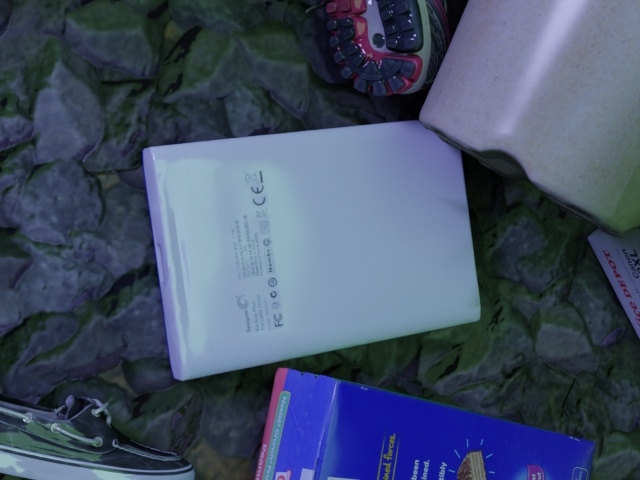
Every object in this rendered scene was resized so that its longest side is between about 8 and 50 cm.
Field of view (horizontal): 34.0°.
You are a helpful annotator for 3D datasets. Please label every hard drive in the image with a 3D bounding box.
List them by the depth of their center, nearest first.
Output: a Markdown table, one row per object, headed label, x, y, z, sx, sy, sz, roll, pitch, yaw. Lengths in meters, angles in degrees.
| label | x | y | z | sx | sy | sz | roll | pitch | yaw |
| --- | --- | --- | --- | --- | --- | --- | --- | --- | --- |
| hard drive | 0.000 | 0.000 | 1.005 | 0.318 | 0.040 | 0.210 | -9 | 93 | -25 |

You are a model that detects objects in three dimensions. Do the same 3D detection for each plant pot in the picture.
| label | x | y | z | sx | sy | sz | roll | pitch | yaw |
| --- | --- | --- | --- | --- | --- | --- | --- | --- | --- |
| plant pot | 0.258 | -0.183 | 0.943 | 0.334 | 0.334 | 0.305 | 27 | 97 | -23 |

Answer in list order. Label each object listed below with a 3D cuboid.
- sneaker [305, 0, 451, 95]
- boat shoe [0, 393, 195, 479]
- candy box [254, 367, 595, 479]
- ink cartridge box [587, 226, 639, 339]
| label | x | y | z | sx | sy | sz | roll | pitch | yaw |
| --- | --- | --- | --- | --- | --- | --- | --- | --- | --- |
| sneaker | 0.047 | -0.286 | 1.006 | 0.112 | 0.121 | 0.299 | -17 | 96 | -54 |
| boat shoe | -0.205 | 0.168 | 0.883 | 0.219 | 0.078 | 0.070 | 16 | 83 | -23 |
| candy box | 0.089 | 0.284 | 0.983 | 0.317 | 0.122 | 0.268 | 18 | 78 | -30 |
| ink cartridge box | 0.419 | 0.042 | 1.097 | 0.100 | 0.237 | 0.172 | -35 | 104 | -19 |
